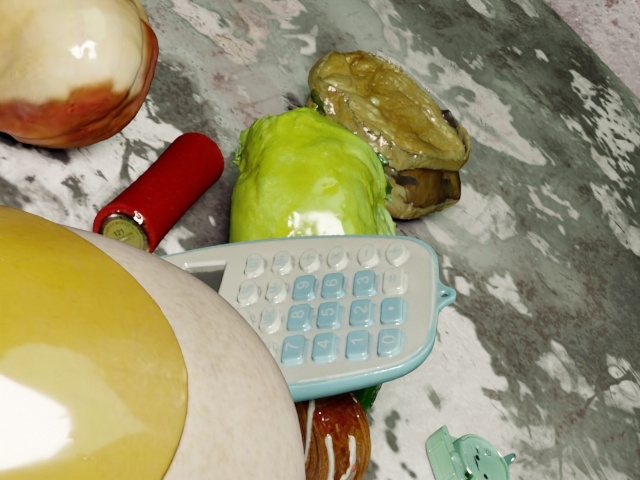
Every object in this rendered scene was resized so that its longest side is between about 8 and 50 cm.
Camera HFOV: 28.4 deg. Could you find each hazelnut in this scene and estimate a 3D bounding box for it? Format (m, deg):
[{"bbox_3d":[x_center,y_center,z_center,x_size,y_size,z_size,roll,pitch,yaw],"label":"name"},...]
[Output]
[{"bbox_3d":[-0.319,-0.217,1.470,0.261,0.241,0.261,48,2,-3],"label":"hazelnut"}]

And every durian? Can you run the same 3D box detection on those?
[{"bbox_3d":[0.000,0.000,1.566,0.256,0.204,0.339,42,30,-25],"label":"durian"}]

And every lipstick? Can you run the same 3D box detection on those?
[{"bbox_3d":[-0.191,-0.055,1.528,0.080,0.080,0.241,40,31,-5],"label":"lipstick"}]

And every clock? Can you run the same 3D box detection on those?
[{"bbox_3d":[0.198,0.288,1.591,0.135,0.041,0.101,16,41,-37],"label":"clock"}]

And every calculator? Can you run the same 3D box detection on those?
[{"bbox_3d":[-0.049,0.081,1.326,0.256,0.386,0.054,-80,158,-54],"label":"calculator"}]

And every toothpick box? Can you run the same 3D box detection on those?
[{"bbox_3d":[-0.261,0.178,0.861,0.425,0.409,0.409,14,41,-30],"label":"toothpick box"}]

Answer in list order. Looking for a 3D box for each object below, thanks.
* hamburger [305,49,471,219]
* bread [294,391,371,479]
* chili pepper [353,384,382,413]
[{"bbox_3d":[0.097,-0.158,1.931,0.265,0.134,0.285,-14,56,-46],"label":"hamburger"},{"bbox_3d":[-0.023,0.204,1.331,0.073,0.160,0.160,-20,67,-48],"label":"bread"},{"bbox_3d":[0.032,0.161,1.384,0.061,0.224,0.098,4,44,-22],"label":"chili pepper"}]
